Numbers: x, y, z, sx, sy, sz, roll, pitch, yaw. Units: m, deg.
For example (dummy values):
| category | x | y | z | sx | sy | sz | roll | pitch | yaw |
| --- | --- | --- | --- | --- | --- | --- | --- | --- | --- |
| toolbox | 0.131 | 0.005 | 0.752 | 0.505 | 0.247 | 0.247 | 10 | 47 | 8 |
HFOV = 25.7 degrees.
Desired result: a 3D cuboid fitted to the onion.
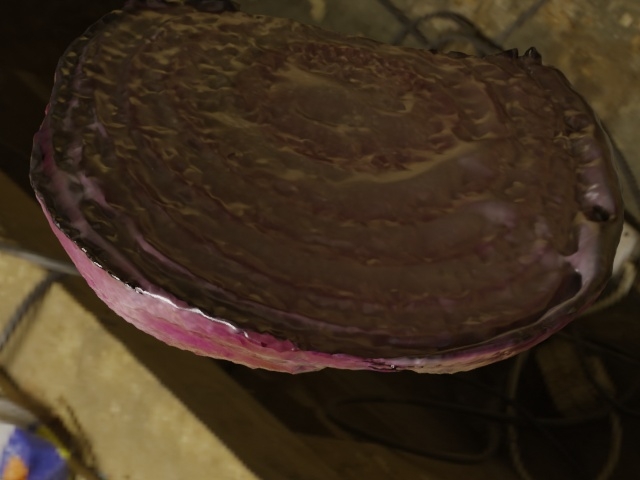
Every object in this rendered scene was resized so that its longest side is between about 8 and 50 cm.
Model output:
| category | x | y | z | sx | sy | sz | roll | pitch | yaw |
| --- | --- | --- | --- | --- | --- | --- | --- | --- | --- |
| onion | 0.000 | 0.000 | 0.612 | 0.247 | 0.250 | 0.111 | -89 | 11 | -53 |
